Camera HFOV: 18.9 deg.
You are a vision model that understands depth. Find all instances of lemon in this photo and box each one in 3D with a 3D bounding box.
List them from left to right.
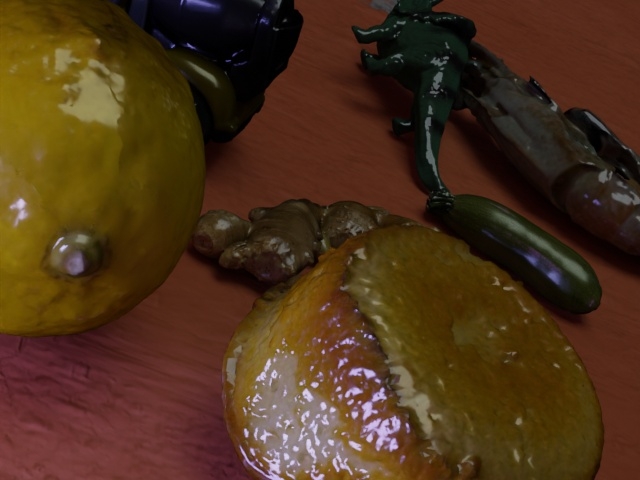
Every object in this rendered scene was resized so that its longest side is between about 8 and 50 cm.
[{"bbox_3d":[-0.193,-0.058,1.282,0.233,0.233,0.288,11,30,-30],"label":"lemon"}]

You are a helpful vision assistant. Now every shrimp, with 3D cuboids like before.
[{"bbox_3d":[0.259,-0.086,1.915,0.360,0.085,0.247,42,21,19],"label":"shrimp"}]

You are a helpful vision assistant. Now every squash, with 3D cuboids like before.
[{"bbox_3d":[0.173,0.004,1.705,0.183,0.052,0.052,34,28,19],"label":"squash"}]

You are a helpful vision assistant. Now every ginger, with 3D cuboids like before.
[{"bbox_3d":[0.000,0.000,1.548,0.193,0.052,0.176,13,14,3],"label":"ginger"}]

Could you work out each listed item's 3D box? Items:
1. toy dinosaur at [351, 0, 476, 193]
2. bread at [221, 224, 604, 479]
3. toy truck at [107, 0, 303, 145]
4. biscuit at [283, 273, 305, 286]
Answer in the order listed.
[{"bbox_3d":[0.083,-0.155,1.857,0.120,0.079,0.292,2,43,12],"label":"toy dinosaur"},{"bbox_3d":[0.071,0.114,1.285,0.268,0.146,0.268,25,41,-24],"label":"bread"},{"bbox_3d":[-0.136,-0.181,1.609,0.224,0.165,0.147,30,28,4],"label":"toy truck"},{"bbox_3d":[0.038,0.088,1.448,0.166,0.036,0.225,46,31,17],"label":"biscuit"}]
